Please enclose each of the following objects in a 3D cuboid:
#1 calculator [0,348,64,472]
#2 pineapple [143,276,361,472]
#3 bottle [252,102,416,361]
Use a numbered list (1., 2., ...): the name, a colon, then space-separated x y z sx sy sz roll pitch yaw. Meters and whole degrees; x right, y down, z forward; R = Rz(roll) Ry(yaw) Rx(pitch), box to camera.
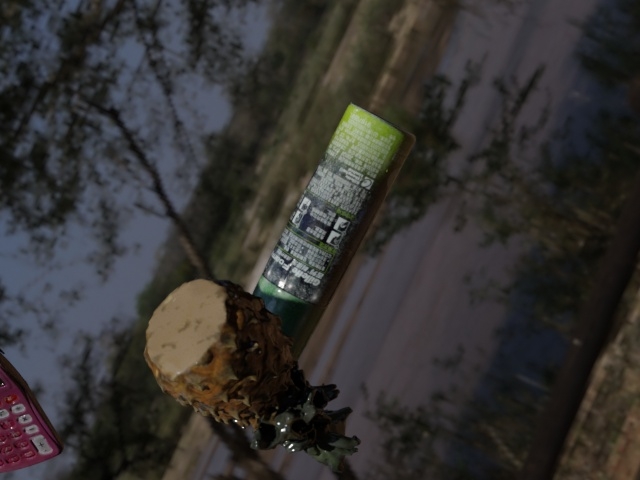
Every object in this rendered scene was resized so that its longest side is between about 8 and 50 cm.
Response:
1. calculator: -0.430 0.223 1.717 0.126 0.190 0.034 -19 28 16
2. pineapple: -0.067 0.158 1.449 0.170 0.310 0.141 10 67 40
3. bottle: 0.000 0.000 1.577 0.330 0.093 0.093 -62 4 6
